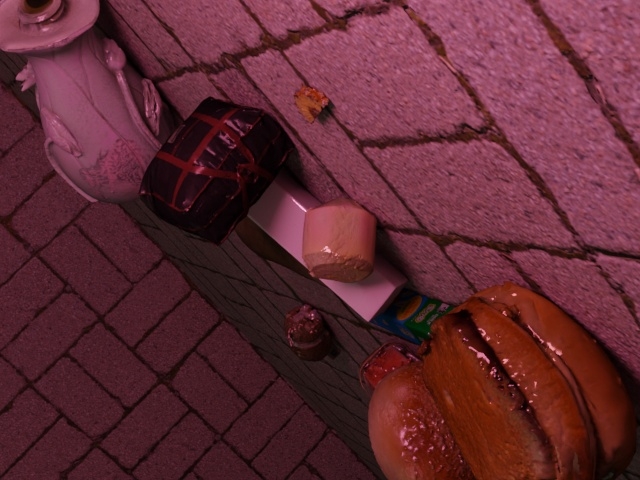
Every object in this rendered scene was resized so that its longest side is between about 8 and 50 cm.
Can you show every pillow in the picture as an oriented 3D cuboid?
[{"bbox_3d":[-0.082,-0.006,1.775,0.302,0.075,0.185,25,155,50],"label":"pillow"}]

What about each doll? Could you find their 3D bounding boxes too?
[{"bbox_3d":[-0.025,0.237,2.277,0.105,0.114,0.221,25,165,27],"label":"doll"}]

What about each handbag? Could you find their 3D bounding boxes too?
[{"bbox_3d":[-0.158,-0.109,1.412,0.169,0.215,0.155,21,162,47],"label":"handbag"}]

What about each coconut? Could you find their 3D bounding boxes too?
[{"bbox_3d":[0.029,-0.007,1.383,0.116,0.122,0.116,4,157,2],"label":"coconut"}]

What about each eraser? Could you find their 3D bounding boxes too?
[{"bbox_3d":[-0.001,0.000,1.500,0.298,0.078,0.076,42,-160,13],"label":"eraser"}]

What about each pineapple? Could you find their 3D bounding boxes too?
[{"bbox_3d":[-0.014,-0.179,1.198,0.045,0.019,0.083,39,166,-3],"label":"pineapple"}]

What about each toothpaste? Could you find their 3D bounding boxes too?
[{"bbox_3d":[0.136,0.118,1.539,0.050,0.065,0.267,54,164,-24],"label":"toothpaste"}]

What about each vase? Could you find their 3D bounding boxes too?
[{"bbox_3d":[-0.420,-0.264,1.692,0.250,0.250,0.445,36,159,30],"label":"vase"}]

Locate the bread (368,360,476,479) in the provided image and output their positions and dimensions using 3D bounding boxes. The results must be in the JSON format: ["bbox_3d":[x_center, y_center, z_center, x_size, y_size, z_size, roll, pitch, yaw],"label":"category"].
[{"bbox_3d":[0.215,0.331,1.588,0.306,0.159,0.305,34,-148,-25],"label":"bread"}]

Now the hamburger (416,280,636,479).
[{"bbox_3d":[0.249,0.203,1.183,0.284,0.174,0.304,55,157,13],"label":"hamburger"}]

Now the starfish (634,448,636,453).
[{"bbox_3d":[0.370,0.275,1.329,0.146,0.074,0.190,45,166,23],"label":"starfish"}]

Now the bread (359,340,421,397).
[{"bbox_3d":[0.171,0.311,1.835,0.224,0.142,0.212,50,178,-17],"label":"bread"}]
